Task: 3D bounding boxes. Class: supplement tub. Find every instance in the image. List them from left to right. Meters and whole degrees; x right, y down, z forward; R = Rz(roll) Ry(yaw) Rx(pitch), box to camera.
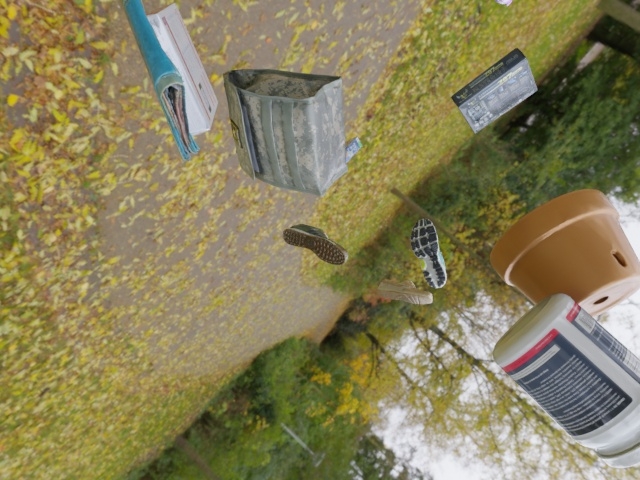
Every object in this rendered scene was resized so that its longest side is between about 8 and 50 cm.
[{"bbox_3d":[0.484,0.251,0.847,0.191,0.272,0.191,-39,162,-15],"label":"supplement tub"}]

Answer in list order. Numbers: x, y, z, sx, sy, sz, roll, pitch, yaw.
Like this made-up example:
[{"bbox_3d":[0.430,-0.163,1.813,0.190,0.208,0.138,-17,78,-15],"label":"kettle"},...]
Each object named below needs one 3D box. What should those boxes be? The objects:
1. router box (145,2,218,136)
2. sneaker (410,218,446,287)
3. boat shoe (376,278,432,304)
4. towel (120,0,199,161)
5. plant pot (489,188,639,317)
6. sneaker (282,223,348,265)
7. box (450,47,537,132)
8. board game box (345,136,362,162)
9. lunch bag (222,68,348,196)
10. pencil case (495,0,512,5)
[{"bbox_3d":[-0.427,-0.524,1.390,0.082,0.335,0.301,-18,-148,4],"label":"router box"},{"bbox_3d":[0.425,0.049,1.774,0.107,0.275,0.110,-12,-176,26],"label":"sneaker"},{"bbox_3d":[0.249,0.143,1.334,0.059,0.170,0.063,-65,146,-27],"label":"boat shoe"},{"bbox_3d":[-0.291,-0.345,0.751,0.040,0.370,0.271,-21,172,-13],"label":"towel"},{"bbox_3d":[0.566,0.056,1.024,0.291,0.203,0.290,-15,145,-11],"label":"plant pot"},{"bbox_3d":[0.000,0.000,1.230,0.086,0.192,0.064,-37,144,-55],"label":"sneaker"},{"bbox_3d":[0.552,-0.467,1.441,0.233,0.059,0.183,-36,148,21],"label":"box"},{"bbox_3d":[0.024,-0.229,1.336,0.136,0.035,0.201,-13,-153,39],"label":"board game box"},{"bbox_3d":[-0.099,-0.254,1.038,0.169,0.287,0.235,-48,144,-42],"label":"lunch bag"},{"bbox_3d":[0.691,-0.945,1.647,0.086,0.088,0.206,-47,175,4],"label":"pencil case"}]
